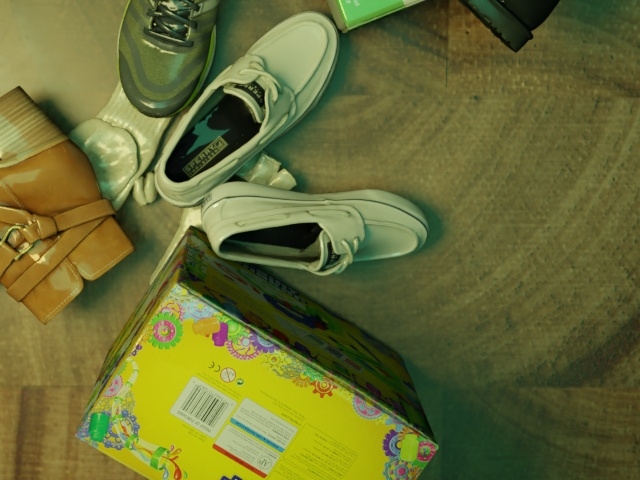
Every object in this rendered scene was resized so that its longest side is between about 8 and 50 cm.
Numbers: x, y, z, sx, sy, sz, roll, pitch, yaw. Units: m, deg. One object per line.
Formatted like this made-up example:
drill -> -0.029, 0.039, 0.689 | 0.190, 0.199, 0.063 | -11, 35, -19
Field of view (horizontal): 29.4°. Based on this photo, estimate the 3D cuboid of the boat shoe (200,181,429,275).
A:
boat shoe -> 0.000, 0.000, 1.308 | 0.258, 0.084, 0.095 | 2, 132, -16

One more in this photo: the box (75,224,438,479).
box -> -0.062, 0.154, 1.236 | 0.290, 0.279, 0.177 | 33, 99, -9

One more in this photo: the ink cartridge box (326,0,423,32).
ink cartridge box -> 0.121, -0.369, 1.292 | 0.289, 0.121, 0.211 | -21, 96, -1

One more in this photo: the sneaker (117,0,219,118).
sneaker -> -0.151, -0.278, 1.284 | 0.111, 0.121, 0.300 | 12, 91, -3

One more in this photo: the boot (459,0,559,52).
boot -> 0.183, -0.335, 1.187 | 0.246, 0.094, 0.207 | 41, 98, -15

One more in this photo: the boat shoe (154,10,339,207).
boat shoe -> -0.077, -0.147, 1.295 | 0.267, 0.088, 0.096 | -43, 88, -9

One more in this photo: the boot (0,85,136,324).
boot -> -0.358, 0.001, 1.287 | 0.283, 0.109, 0.220 | -37, 100, -10

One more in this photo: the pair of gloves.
pair of gloves -> -0.171, -0.059, 1.349 | 0.240, 0.042, 0.204 | 38, 93, -4
